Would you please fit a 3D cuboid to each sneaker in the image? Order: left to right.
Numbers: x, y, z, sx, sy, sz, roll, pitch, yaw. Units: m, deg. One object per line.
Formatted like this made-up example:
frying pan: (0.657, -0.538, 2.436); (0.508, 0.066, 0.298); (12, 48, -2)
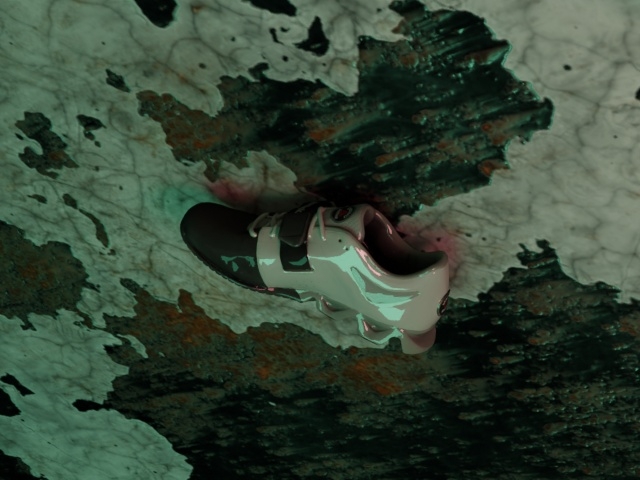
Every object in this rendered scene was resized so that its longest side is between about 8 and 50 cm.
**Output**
sneaker: (0.000, 0.000, 1.652); (0.330, 0.122, 0.146); (21, 126, 6)
